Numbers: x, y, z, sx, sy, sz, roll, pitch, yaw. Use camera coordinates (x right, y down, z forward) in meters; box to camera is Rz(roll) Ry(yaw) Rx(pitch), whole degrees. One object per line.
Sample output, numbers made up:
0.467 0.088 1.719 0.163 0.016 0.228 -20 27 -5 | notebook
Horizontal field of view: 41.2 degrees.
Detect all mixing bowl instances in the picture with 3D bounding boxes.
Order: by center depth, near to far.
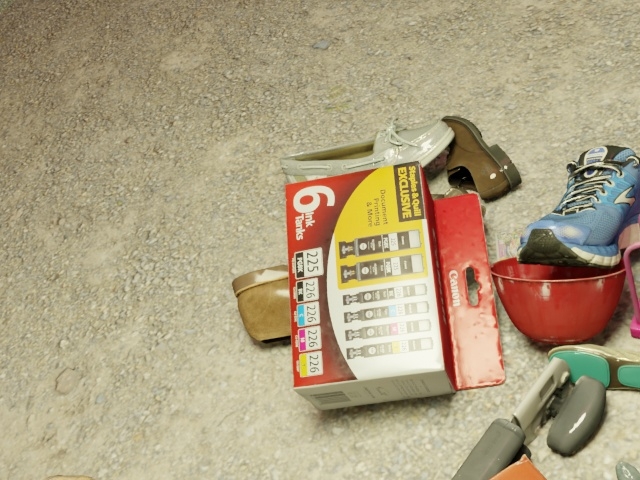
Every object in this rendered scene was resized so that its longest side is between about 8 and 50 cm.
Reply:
0.318 0.080 1.137 0.181 0.098 0.181 -4 9 1 | mixing bowl

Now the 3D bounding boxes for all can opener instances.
0.241 0.260 1.019 0.095 0.076 0.283 20 58 42 | can opener

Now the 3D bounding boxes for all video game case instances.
0.331 0.009 1.303 0.122 0.011 0.087 -11 41 17 | video game case

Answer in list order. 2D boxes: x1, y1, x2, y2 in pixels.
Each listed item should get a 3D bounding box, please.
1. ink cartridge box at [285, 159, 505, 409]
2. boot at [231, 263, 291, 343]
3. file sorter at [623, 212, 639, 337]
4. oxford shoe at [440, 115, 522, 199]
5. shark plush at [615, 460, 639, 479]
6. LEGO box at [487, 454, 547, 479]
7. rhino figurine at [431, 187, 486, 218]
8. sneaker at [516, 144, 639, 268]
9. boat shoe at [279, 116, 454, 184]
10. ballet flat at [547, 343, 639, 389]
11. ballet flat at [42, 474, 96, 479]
0.100 0.058 1.191 0.272 0.130 0.309 -10 64 12 | ink cartridge box
0.020 0.082 1.344 0.305 0.112 0.115 -16 70 3 | boot
0.532 -0.025 1.099 0.202 0.182 0.291 7 49 34 | file sorter
0.246 -0.145 1.467 0.096 0.083 0.227 -33 37 1 | oxford shoe
0.358 0.314 0.902 0.073 0.067 0.161 -17 40 9 | shark plush
0.083 0.475 0.658 0.500 0.193 0.372 -31 48 -13 | LEGO box
0.143 -0.028 1.378 0.243 0.073 0.106 -17 0 8 | rhino figurine
0.357 -0.050 1.143 0.129 0.147 0.330 2 14 37 | sneaker
0.078 -0.148 1.494 0.320 0.103 0.118 -17 22 30 | boat shoe
0.378 0.162 1.087 0.168 0.057 0.052 8 21 29 | ballet flat
-0.346 0.438 1.112 0.106 0.107 0.316 -11 42 6 | ballet flat
